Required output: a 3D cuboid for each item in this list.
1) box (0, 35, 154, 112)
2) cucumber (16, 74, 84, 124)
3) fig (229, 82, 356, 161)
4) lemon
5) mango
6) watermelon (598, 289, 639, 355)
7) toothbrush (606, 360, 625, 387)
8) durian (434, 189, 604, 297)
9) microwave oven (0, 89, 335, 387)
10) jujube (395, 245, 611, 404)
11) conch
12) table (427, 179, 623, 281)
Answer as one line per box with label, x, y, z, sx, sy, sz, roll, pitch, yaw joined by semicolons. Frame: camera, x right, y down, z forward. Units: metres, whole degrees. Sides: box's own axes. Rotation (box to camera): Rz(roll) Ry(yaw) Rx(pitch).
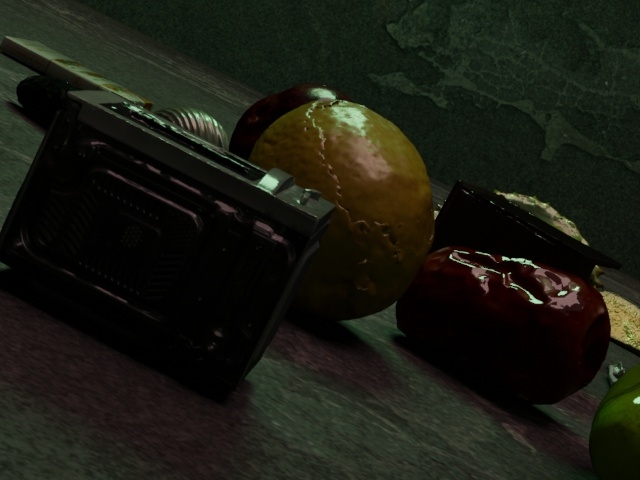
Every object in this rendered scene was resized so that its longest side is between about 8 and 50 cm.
box;-0.371;-0.250;2.148;0.220;0.032;0.122;28;8;11
cucumber;-0.289;-0.149;1.694;0.245;0.067;0.067;35;12;35
fig;-0.001;-0.086;1.876;0.249;0.204;0.186;49;46;-19
lemon;0.015;-0.029;1.426;0.204;0.204;0.260;22;46;-29
mango;0.341;0.198;1.292;0.185;0.149;0.273;36;16;11
watermelon;0.505;0.151;2.417;0.181;0.075;0.092;27;53;11
toothbrush;0.393;0.197;1.846;0.288;0.026;0.024;-28;97;-78
durian;0.313;0.035;2.096;0.306;0.172;0.166;49;14;18
microwave oven;-0.115;-0.004;1.050;0.208;0.162;0.122;27;8;3
jujube;0.195;0.086;1.515;0.230;0.155;0.155;24;7;19
conch;-0.170;-0.086;1.571;0.153;0.102;0.135;-13;40;-21
table;0.241;0.049;1.785;0.193;0.169;0.172;33;11;28
